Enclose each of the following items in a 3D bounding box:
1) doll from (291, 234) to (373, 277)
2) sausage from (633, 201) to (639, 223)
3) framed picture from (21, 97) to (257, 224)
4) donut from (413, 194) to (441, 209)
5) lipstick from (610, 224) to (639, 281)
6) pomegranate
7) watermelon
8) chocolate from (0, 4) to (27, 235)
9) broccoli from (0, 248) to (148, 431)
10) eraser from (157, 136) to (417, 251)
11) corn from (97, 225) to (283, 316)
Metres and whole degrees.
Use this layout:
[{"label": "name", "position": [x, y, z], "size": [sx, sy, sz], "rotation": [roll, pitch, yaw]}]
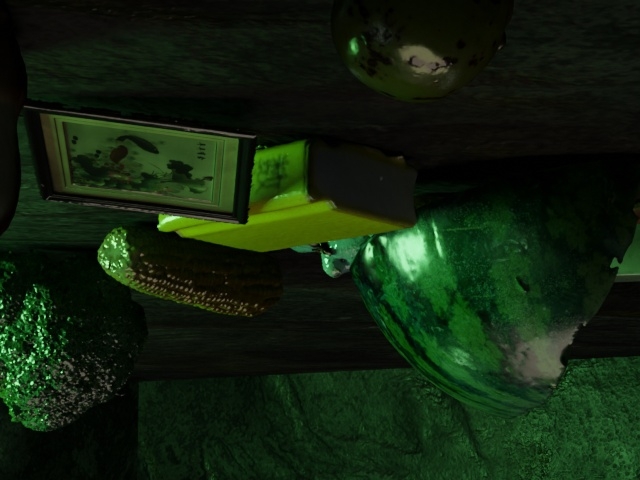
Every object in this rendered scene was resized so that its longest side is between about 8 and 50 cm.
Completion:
[{"label": "doll", "position": [0.001, 0.005, 1.718], "size": [0.179, 0.075, 0.120], "rotation": [0, 167, -3]}, {"label": "sausage", "position": [0.347, -0.028, 1.681], "size": [0.026, 0.026, 0.116], "rotation": [5, 168, -29]}, {"label": "framed picture", "position": [-0.155, -0.065, 1.310], "size": [0.199, 0.010, 0.195], "rotation": [7, 158, -3]}, {"label": "donut", "position": [0.107, -0.021, 1.620], "size": [0.083, 0.067, 0.038], "rotation": [16, 160, 16]}, {"label": "lipstick", "position": [0.333, 0.016, 1.813], "size": [0.317, 0.068, 0.066], "rotation": [-3, 171, 14]}, {"label": "pomegranate", "position": [0.038, -0.139, 0.821], "size": [0.142, 0.114, 0.114], "rotation": [26, 166, -8]}, {"label": "watermelon", "position": [0.201, 0.068, 1.556], "size": [0.319, 0.222, 0.292], "rotation": [-12, 171, 1]}, {"label": "chocolate", "position": [-0.331, -0.060, 1.002], "size": [0.283, 0.186, 0.283], "rotation": [0, 170, 0]}, {"label": "broccoli", "position": [-0.382, 0.108, 2.036], "size": [0.254, 0.269, 0.269], "rotation": [-35, 179, -16]}, {"label": "eraser", "position": [-0.034, -0.042, 1.458], "size": [0.226, 0.069, 0.158], "rotation": [-10, 162, 41]}, {"label": "corn", "position": [-0.156, 0.039, 1.897], "size": [0.097, 0.097, 0.320], "rotation": [-7, 167, 34]}]
